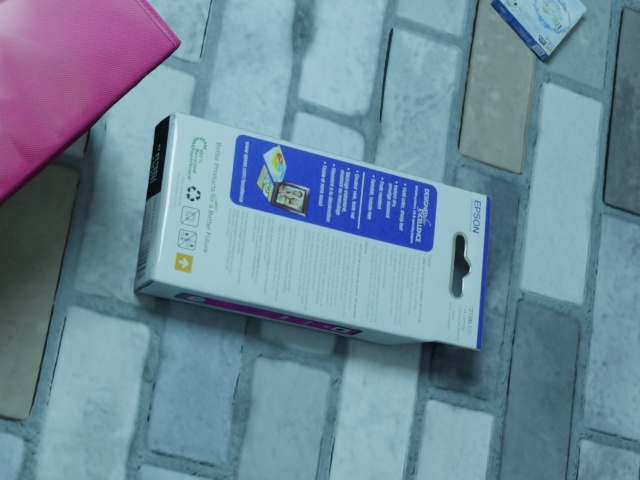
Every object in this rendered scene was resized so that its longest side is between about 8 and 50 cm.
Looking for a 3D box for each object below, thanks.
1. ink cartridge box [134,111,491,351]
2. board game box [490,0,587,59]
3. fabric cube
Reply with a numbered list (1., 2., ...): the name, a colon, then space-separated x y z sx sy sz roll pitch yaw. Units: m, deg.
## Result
1. ink cartridge box: 0.000 0.000 1.612 0.371 0.069 0.175 13 72 -22
2. board game box: 0.254 -0.271 1.835 0.090 0.020 0.090 47 62 -10
3. fabric cube: -0.329 -0.155 1.369 0.259 0.254 0.258 49 63 -10
